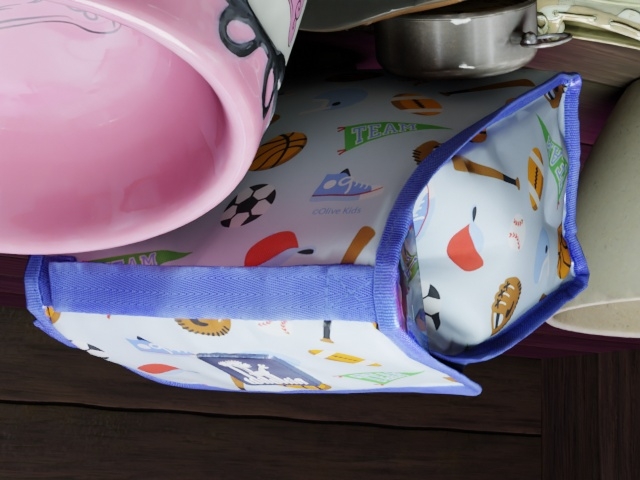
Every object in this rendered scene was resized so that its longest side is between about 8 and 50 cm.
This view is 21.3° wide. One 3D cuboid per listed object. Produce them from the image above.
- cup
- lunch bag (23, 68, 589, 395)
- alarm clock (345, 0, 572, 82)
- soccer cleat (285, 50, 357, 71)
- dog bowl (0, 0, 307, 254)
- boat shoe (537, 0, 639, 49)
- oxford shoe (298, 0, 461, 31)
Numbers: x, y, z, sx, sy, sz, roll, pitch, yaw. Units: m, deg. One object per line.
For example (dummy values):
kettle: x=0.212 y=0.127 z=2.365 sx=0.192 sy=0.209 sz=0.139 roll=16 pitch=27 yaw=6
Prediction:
cup: x=0.387 y=-0.037 z=1.671 sx=0.331 sy=0.237 sz=0.331 roll=2 pitch=170 yaw=0
lunch bag: x=0.000 y=0.000 z=1.348 sx=0.328 sy=0.239 sz=0.385 roll=0 pitch=-166 yaw=28
alarm clock: x=0.119 y=-0.160 z=1.330 sx=0.129 sy=0.064 sz=0.192 roll=-18 pitch=-161 yaw=-37
soccer cleat: x=-0.106 y=-0.098 z=1.639 sx=0.331 sy=0.143 sz=0.116 roll=-3 pitch=170 yaw=22
dog bowl: x=-0.208 y=-0.131 z=1.114 sx=0.408 sy=0.150 sz=0.408 roll=0 pitch=153 yaw=0
boat shoe: x=0.213 y=-0.180 z=1.409 sx=0.153 sy=0.048 sz=0.056 roll=2 pitch=170 yaw=-4
oxford shoe: x=0.039 y=-0.195 z=1.290 sx=0.212 sy=0.076 sz=0.076 roll=-2 pitch=179 yaw=16
